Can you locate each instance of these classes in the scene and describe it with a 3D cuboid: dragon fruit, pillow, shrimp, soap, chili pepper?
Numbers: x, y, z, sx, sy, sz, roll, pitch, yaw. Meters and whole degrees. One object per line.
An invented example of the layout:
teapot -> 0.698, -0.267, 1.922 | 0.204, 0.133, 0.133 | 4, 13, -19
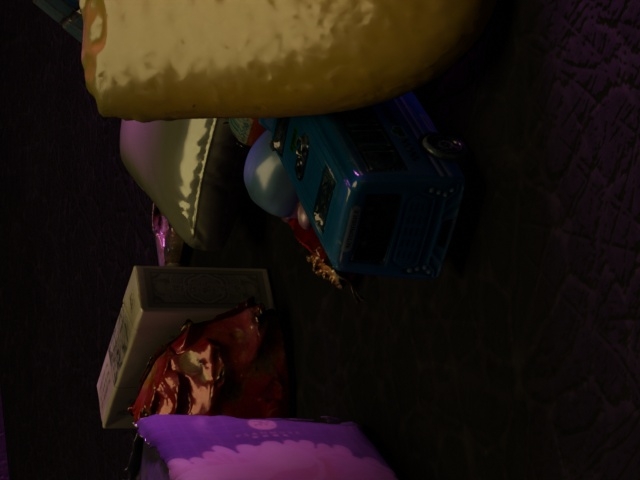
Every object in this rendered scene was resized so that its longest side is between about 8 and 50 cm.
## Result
dragon fruit -> -0.112, 0.199, 2.029 | 0.189, 0.163, 0.262 | 37, 128, 33
pillow -> -0.162, -0.148, 2.181 | 0.322, 0.119, 0.255 | -133, 55, -62
shrimp -> -0.207, -0.026, 2.461 | 0.148, 0.035, 0.195 | -105, 23, -44
soap -> -0.026, -0.259, 1.556 | 0.427, 0.115, 0.306 | -4, 78, 30
chili pepper -> 0.000, 0.000, 1.839 | 0.050, 0.059, 0.268 | -43, 26, 4

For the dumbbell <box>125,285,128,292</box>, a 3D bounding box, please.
dumbbell -> -0.213, 0.154, 2.362 | 0.100, 0.100, 0.191 | -178, 88, -71

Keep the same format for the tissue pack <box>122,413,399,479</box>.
tissue pack -> -0.026, 0.278, 1.598 | 0.344, 0.242, 0.125 | -132, 50, -63

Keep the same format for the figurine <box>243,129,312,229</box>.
figurine -> -0.018, -0.146, 1.809 | 0.205, 0.103, 0.260 | -159, 81, -68

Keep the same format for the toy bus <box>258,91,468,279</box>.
toy bus -> 0.038, -0.075, 1.592 | 0.246, 0.134, 0.113 | -116, 33, -51

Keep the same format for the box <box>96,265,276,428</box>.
box -> -0.167, 0.132, 2.127 | 0.256, 0.164, 0.069 | 114, 151, -48

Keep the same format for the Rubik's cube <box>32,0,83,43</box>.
Rubik's cube -> -0.185, -0.335, 1.978 | 0.238, 0.237, 0.237 | -56, 11, -17

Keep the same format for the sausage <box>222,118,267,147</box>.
sausage -> -0.036, -0.215, 1.910 | 0.083, 0.083, 0.264 | -107, 27, -42
